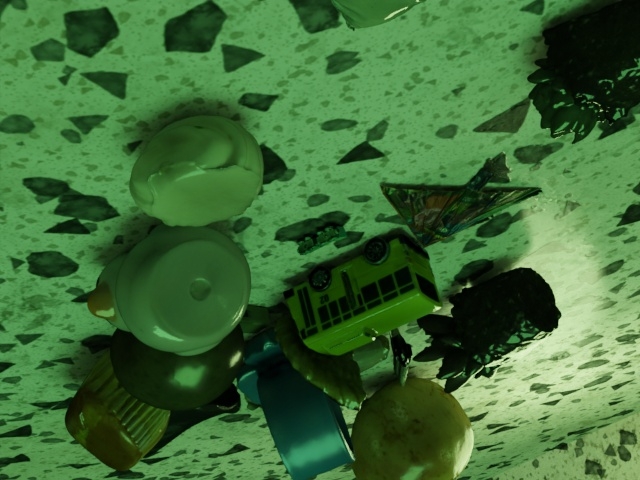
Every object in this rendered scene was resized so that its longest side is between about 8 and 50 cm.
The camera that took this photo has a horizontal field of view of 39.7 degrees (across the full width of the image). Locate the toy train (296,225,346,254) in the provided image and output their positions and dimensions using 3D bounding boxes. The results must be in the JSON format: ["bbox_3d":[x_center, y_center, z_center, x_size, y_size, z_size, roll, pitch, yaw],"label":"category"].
[{"bbox_3d":[0.000,0.000,1.515,0.092,0.029,0.045,-28,166,33],"label":"toy train"}]

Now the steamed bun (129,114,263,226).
[{"bbox_3d":[-0.162,-0.096,1.172,0.182,0.106,0.183,-13,156,-6],"label":"steamed bun"}]

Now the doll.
[{"bbox_3d":[-0.241,0.076,1.402,0.251,0.221,0.221,-17,158,-30],"label":"doll"}]

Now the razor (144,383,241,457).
[{"bbox_3d":[-0.357,0.393,2.008,0.349,0.114,0.204,-31,149,26],"label":"razor"}]

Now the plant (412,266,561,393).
[{"bbox_3d":[0.346,0.189,1.871,0.194,0.182,0.320,4,150,-41],"label":"plant"}]

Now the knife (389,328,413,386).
[{"bbox_3d":[0.186,0.273,2.040,0.043,0.089,0.365,-11,160,2],"label":"knife"}]

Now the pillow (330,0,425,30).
[{"bbox_3d":[0.044,-0.300,0.932,0.128,0.051,0.229,-21,154,20],"label":"pillow"}]

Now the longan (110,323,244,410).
[{"bbox_3d":[-0.249,0.187,1.567,0.245,0.215,0.246,-11,127,-15],"label":"longan"}]

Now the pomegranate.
[{"bbox_3d":[0.218,0.519,2.313,0.342,0.343,0.342,-11,153,-5],"label":"pomegranate"}]

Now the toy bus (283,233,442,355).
[{"bbox_3d":[0.076,0.107,1.618,0.262,0.150,0.128,-27,151,21],"label":"toy bus"}]

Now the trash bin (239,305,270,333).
[{"bbox_3d":[-0.151,0.154,1.726,0.092,0.043,0.061,8,146,-42],"label":"trash bin"}]

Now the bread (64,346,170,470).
[{"bbox_3d":[-0.409,0.344,1.752,0.156,0.204,0.288,-42,177,-32],"label":"bread"}]

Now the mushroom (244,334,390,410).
[{"bbox_3d":[-0.007,0.294,2.004,0.351,0.097,0.109,-21,154,9],"label":"mushroom"}]

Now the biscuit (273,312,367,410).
[{"bbox_3d":[-0.005,0.209,1.707,0.187,0.274,0.036,24,112,-22],"label":"biscuit"}]

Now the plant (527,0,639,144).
[{"bbox_3d":[0.353,-0.221,1.144,0.194,0.129,0.132,-34,144,29],"label":"plant"}]

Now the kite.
[{"bbox_3d":[0.220,-0.053,1.522,0.321,0.016,0.234,0,148,-24],"label":"kite"}]

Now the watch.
[{"bbox_3d":[-0.036,0.321,1.777,0.241,0.275,0.305,-23,143,4],"label":"watch"}]
